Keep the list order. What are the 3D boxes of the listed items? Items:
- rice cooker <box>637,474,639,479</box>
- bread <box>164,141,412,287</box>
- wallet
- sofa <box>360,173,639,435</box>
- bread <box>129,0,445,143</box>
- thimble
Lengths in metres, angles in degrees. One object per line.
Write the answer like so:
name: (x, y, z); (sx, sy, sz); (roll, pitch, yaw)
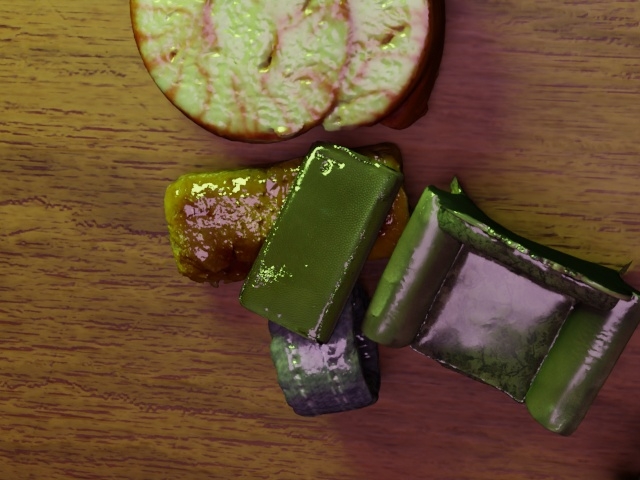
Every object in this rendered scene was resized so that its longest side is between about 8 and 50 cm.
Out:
rice cooker: (0.417, 0.320, 1.510); (0.244, 0.226, 0.226); (27, 108, 3)
bread: (-0.034, -0.024, 1.584); (0.270, 0.077, 0.139); (-7, 107, 10)
wallet: (0.000, 0.000, 1.504); (0.110, 0.031, 0.198); (25, 87, 15)
sofa: (0.188, 0.076, 1.510); (0.258, 0.182, 0.200); (27, 109, 3)
bread: (-0.036, -0.252, 1.501); (0.327, 0.114, 0.295); (-3, 105, 13)
thimble: (0.007, 0.118, 1.576); (0.097, 0.150, 0.150); (-11, 103, 12)
